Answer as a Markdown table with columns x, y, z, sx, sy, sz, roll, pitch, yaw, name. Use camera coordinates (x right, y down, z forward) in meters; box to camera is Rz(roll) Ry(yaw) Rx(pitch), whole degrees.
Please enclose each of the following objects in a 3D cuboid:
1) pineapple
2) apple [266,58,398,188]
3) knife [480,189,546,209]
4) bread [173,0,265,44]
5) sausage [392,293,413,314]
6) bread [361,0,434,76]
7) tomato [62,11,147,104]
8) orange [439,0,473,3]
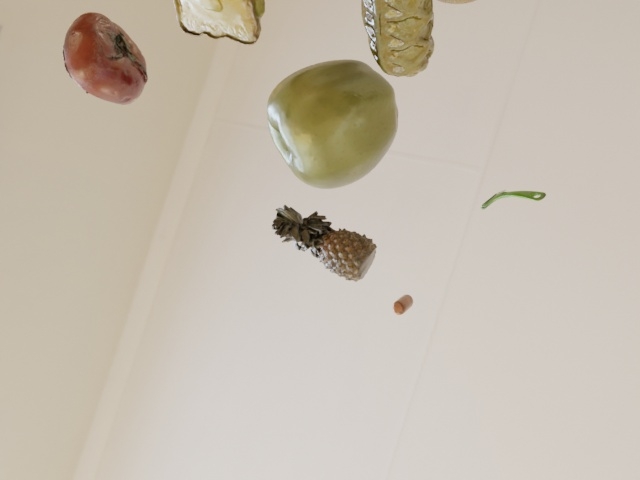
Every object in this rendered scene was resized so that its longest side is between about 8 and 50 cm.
| x | y | z | sx | sy | sz | roll | pitch | yaw | name |
| --- | --- | --- | --- | --- | --- | --- | --- | --- | --- |
| 0.000 | 0.000 | 0.929 | 0.159 | 0.074 | 0.074 | 27 | -86 | 17 | pineapple |
| 0.032 | -0.317 | 1.754 | 0.357 | 0.357 | 0.357 | -8 | -105 | 31 | apple |
| 0.417 | -0.093 | 1.399 | 0.078 | 0.022 | 0.166 | -42 | -163 | -19 | knife |
| -0.144 | -0.394 | 0.885 | 0.161 | 0.233 | 0.088 | 16 | -135 | 25 | bread |
| 0.189 | 0.147 | 1.478 | 0.034 | 0.083 | 0.034 | 4 | -79 | 24 | sausage |
| 0.152 | -0.435 | 1.270 | 0.130 | 0.268 | 0.152 | -36 | -119 | -10 | bread |
| -0.495 | -0.440 | 1.531 | 0.101 | 0.228 | 0.228 | -23 | -112 | 28 | tomato |
| 0.278 | -0.606 | 1.331 | 0.236 | 0.236 | 0.236 | -8 | -105 | 31 | orange |
